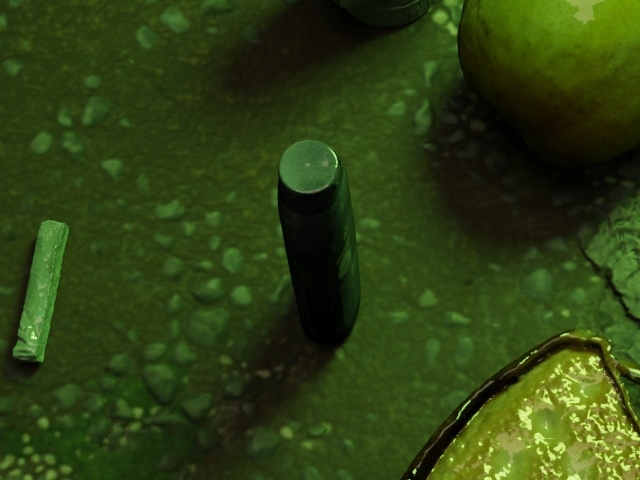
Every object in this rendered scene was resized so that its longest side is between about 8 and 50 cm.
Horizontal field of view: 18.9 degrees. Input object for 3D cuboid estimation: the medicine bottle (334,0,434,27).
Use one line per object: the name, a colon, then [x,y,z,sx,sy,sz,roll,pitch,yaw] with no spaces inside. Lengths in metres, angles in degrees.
medicine bottle: [0.051,-0.256,1.546,0.132,0.188,0.088,-29,66,-9]

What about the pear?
pear: [0.203,-0.160,1.492,0.200,0.200,0.200,-2,65,4]

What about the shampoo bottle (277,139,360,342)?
shampoo bottle: [0.000,0.000,1.404,0.049,0.234,0.087,3,66,6]

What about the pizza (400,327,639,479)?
pizza: [0.196,0.187,1.389,0.287,0.074,0.251,15,67,10]

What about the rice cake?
rice cake: [-0.220,0.041,1.520,0.022,0.021,0.121,1,65,16]
